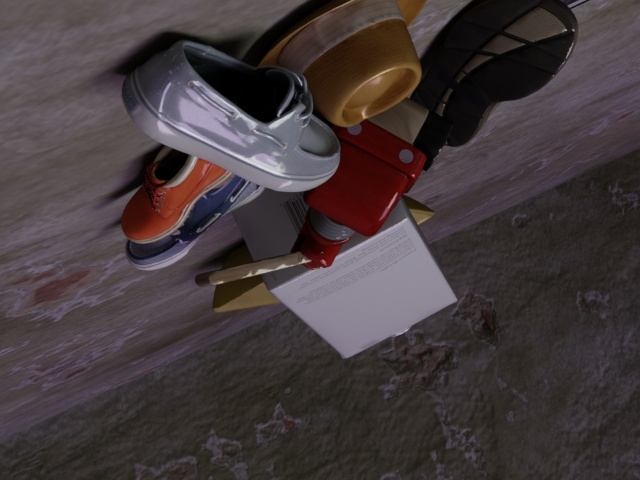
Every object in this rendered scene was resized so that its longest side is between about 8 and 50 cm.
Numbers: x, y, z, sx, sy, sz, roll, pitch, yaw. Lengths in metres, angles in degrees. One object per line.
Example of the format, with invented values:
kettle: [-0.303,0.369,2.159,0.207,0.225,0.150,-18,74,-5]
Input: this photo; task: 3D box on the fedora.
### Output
fedora: [0.031,-0.152,0.953,0.194,0.079,0.194,-27,172,-4]

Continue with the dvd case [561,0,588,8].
dvd case: [0.293,-0.294,1.136,0.164,0.018,0.221,-27,171,-16]

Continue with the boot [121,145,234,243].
boot: [-0.155,-0.052,1.067,0.158,0.059,0.084,-41,164,24]

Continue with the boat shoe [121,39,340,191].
boat shoe: [-0.048,-0.100,0.866,0.081,0.079,0.227,-34,149,31]

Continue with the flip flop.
flip flop: [0.182,-0.190,1.176,0.080,0.112,0.277,-53,-179,-27]

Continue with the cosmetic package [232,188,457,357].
cosmetic package: [0.041,0.017,1.451,0.197,0.155,0.365,-28,157,4]

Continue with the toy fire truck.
toy fire truck: [-0.002,-0.034,1.137,0.246,0.158,0.217,-63,-177,-18]

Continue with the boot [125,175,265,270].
boot: [-0.149,-0.037,1.164,0.190,0.069,0.086,-38,163,12]

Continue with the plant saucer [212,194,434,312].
plant saucer: [0.000,0.000,1.777,0.333,0.081,0.333,-30,172,14]
